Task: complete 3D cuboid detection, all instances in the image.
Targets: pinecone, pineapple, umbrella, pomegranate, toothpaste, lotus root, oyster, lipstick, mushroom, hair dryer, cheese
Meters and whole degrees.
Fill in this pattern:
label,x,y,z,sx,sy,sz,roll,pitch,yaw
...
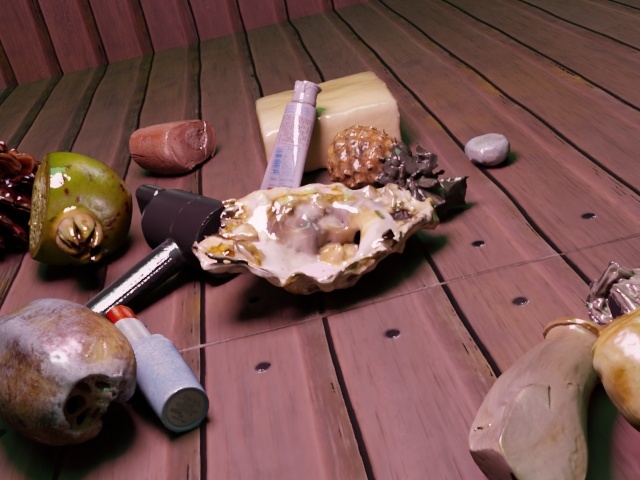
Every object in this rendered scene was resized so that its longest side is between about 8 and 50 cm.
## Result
label,x,y,z,sx,sy,sz,roll,pitch,yaw
pinecone,-0.595,-0.069,1.435,0.221,0.221,0.221,-10,27,5
pineapple,0.125,-0.110,1.283,0.128,0.128,0.248,-30,37,-31
umbrella,0.467,0.061,0.842,0.357,0.106,0.113,-8,36,-7
pomegranate,-0.387,-0.050,1.303,0.159,0.190,0.241,7,-8,-26
toothpaste,-0.052,-0.169,1.406,0.089,0.057,0.234,8,77,35
lotus root,-0.340,0.141,0.954,0.322,0.140,0.158,12,59,51
oyster,0.001,0.004,1.109,0.354,0.107,0.201,-7,36,-6
lipstick,-0.217,0.146,0.991,0.068,0.061,0.274,-35,32,-15
mushroom,0.209,0.159,0.743,0.108,0.096,0.247,-15,18,38
hair dryer,-0.281,0.032,1.215,0.302,0.116,0.244,-39,33,-29
cheese,0.008,-0.237,1.571,0.265,0.124,0.242,-14,23,-3

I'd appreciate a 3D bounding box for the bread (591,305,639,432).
label,x,y,z,sx,sy,sz,roll,pitch,yaw
bread,0.345,0.143,0.646,0.152,0.130,0.267,5,21,-33

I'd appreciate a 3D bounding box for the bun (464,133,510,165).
label,x,y,z,sx,sy,sz,roll,pitch,yaw
bun,0.292,-0.156,1.368,0.083,0.045,0.083,-12,24,5

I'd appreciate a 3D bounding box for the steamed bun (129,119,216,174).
label,x,y,z,sx,sy,sz,roll,pitch,yaw
steamed bun,-0.313,-0.197,1.664,0.145,0.106,0.175,-2,14,31
